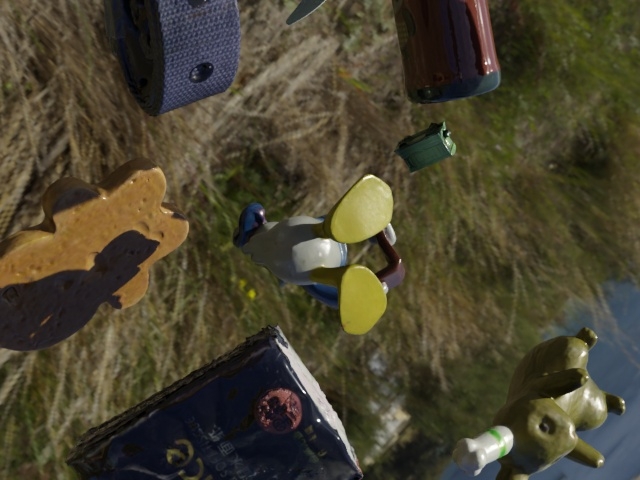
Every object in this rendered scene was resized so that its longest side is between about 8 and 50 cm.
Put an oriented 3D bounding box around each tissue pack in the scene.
[{"bbox_3d":[-0.137,0.292,1.187,0.332,0.245,0.123,-30,-172,3],"label":"tissue pack"}]

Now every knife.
[{"bbox_3d":[0.017,-0.553,1.910,0.260,0.063,0.034,-58,153,-10],"label":"knife"}]

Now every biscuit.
[{"bbox_3d":[-0.367,0.026,1.373,0.355,0.052,0.275,-41,140,-13],"label":"biscuit"}]

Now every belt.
[{"bbox_3d":[-0.148,-0.247,0.936,0.126,0.139,0.230,-25,140,-25],"label":"belt"}]

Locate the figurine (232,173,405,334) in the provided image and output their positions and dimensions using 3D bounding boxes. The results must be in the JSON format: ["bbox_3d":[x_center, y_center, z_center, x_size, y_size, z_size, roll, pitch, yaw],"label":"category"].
[{"bbox_3d":[0.000,0.000,1.300,0.284,0.338,0.204,8,94,-44],"label":"figurine"}]

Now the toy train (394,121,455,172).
[{"bbox_3d":[0.163,-0.143,1.390,0.093,0.056,0.038,-22,-156,32],"label":"toy train"}]

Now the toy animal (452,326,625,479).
[{"bbox_3d":[0.362,0.298,1.451,0.363,0.180,0.181,-43,117,-51],"label":"toy animal"}]

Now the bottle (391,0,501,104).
[{"bbox_3d":[0.168,-0.376,1.305,0.144,0.144,0.336,-22,107,-39],"label":"bottle"}]
